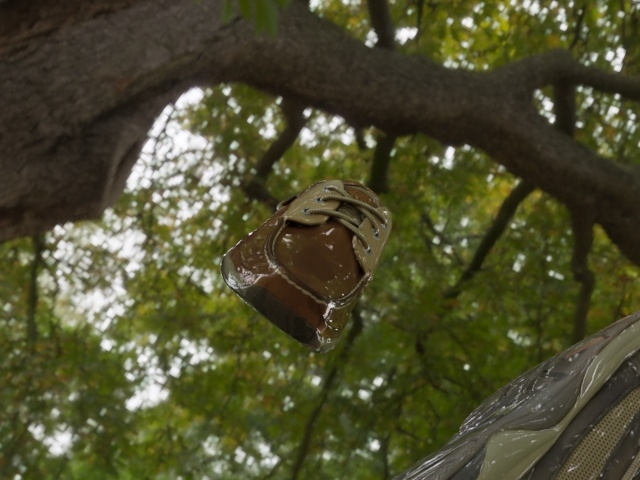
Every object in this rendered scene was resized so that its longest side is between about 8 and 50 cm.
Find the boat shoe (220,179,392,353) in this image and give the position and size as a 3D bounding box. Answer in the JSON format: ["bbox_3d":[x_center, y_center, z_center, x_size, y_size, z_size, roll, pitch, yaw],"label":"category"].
[{"bbox_3d":[0.000,0.000,0.900,0.122,0.120,0.324,36,11,-3],"label":"boat shoe"}]

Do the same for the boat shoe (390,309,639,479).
[{"bbox_3d":[0.158,0.156,0.658,0.130,0.355,0.132,57,-39,7],"label":"boat shoe"}]
